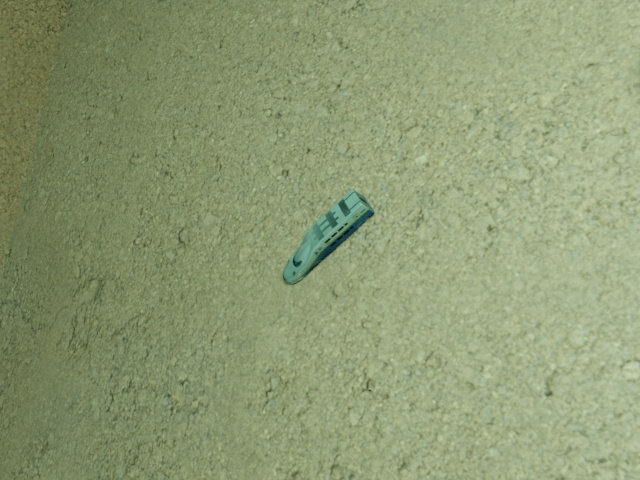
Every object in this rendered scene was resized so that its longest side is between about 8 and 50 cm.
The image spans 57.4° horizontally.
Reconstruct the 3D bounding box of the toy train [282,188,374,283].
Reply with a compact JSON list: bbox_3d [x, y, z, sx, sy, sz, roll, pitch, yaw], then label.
[{"bbox_3d":[0.000,0.000,1.132,0.234,0.051,0.052,-42,49,17],"label":"toy train"}]
